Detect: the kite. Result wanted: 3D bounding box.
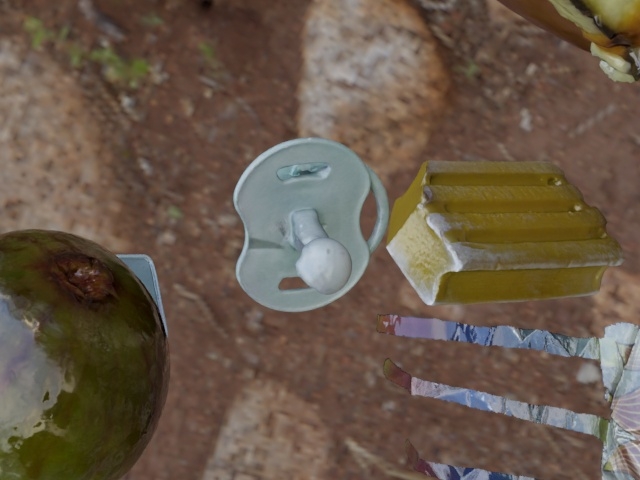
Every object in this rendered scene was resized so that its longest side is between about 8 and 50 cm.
[{"bbox_3d":[0.112,0.077,0.619,0.229,0.016,0.127,6,108,39],"label":"kite"}]

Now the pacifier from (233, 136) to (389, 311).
[{"bbox_3d":[0.000,0.000,1.239,0.116,0.126,0.150,-122,34,-56],"label":"pacifier"}]

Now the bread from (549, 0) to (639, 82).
[{"bbox_3d":[0.206,-0.201,0.852,0.198,0.263,0.236,-6,64,40],"label":"bread"}]

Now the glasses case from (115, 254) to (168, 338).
[{"bbox_3d":[-0.239,0.090,1.620,0.266,0.056,0.105,-28,94,48],"label":"glasses case"}]

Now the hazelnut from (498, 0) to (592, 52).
[{"bbox_3d":[0.295,-0.294,1.231,0.402,0.429,0.402,22,118,48],"label":"hazelnut"}]

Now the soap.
[{"bbox_3d":[0.169,-0.009,1.599,0.140,0.232,0.073,55,130,33],"label":"soap"}]

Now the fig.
[{"bbox_3d":[-0.157,0.102,0.750,0.236,0.124,0.124,-54,44,23],"label":"fig"}]
